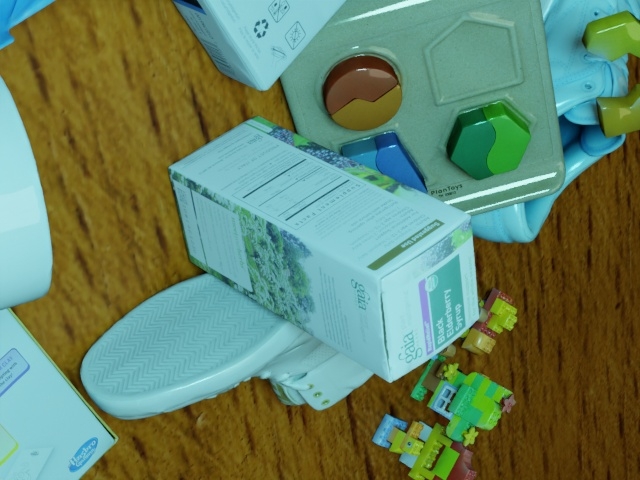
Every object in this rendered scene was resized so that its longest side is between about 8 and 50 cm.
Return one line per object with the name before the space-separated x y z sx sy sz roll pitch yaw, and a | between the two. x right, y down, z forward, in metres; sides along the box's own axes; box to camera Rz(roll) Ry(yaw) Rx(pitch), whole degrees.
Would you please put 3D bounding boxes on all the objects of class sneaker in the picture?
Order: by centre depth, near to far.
sneaker | -0.048 0.099 1.094 0.293 0.108 0.169 -27 139 -22
sneaker | 0.243 -0.147 1.233 0.366 0.150 0.135 -57 142 -5

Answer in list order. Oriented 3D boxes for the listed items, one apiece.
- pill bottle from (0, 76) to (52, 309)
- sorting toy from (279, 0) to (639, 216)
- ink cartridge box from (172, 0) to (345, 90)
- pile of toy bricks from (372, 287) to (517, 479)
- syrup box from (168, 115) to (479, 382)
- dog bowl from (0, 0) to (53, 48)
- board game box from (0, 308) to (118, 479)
pill bottle | -0.304 0.008 0.654 0.319 0.176 0.176 -16 124 -23
sorting toy | 0.132 -0.116 1.081 0.307 0.041 0.229 -15 127 3
ink cartridge box | 0.013 -0.284 0.976 0.332 0.065 0.165 -49 138 -14
pile of toy bricks | 0.147 0.152 1.333 0.118 0.105 0.212 28 89 -51
syrup box | 0.000 0.000 0.986 0.096 0.237 0.093 -34 132 -30
dog bowl | -0.180 -0.208 0.770 0.297 0.074 0.165 -33 111 -31
board game box | -0.298 0.119 0.868 0.242 0.064 0.316 -46 138 -19
